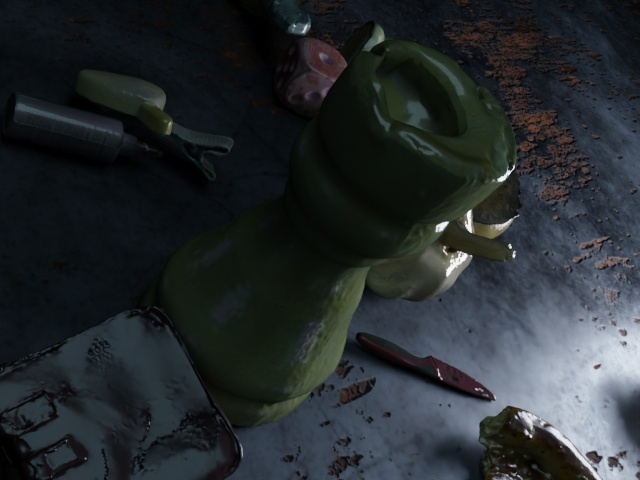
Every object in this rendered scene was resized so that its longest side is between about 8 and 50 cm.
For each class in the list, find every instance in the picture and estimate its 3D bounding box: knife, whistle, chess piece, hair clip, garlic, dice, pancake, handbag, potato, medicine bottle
[{"bbox_3d":[0.149,0.175,1.241,0.247,0.018,0.035,26,39,-24],"label":"knife"},{"bbox_3d":[-0.068,-0.408,1.467,0.123,0.123,0.223,13,33,-32],"label":"whistle"},{"bbox_3d":[0.000,0.000,0.934,0.234,0.442,0.234,23,43,-23],"label":"chess piece"},{"bbox_3d":[-0.219,-0.158,1.163,0.218,0.071,0.159,29,11,-12],"label":"hair clip"},{"bbox_3d":[0.165,0.001,1.229,0.199,0.226,0.199,-9,103,-39],"label":"garlic"},{"bbox_3d":[0.140,-0.251,1.528,0.243,0.133,0.133,36,40,-17],"label":"chess piece"},{"bbox_3d":[-0.016,-0.259,1.422,0.093,0.091,0.094,21,45,-25],"label":"dice"},{"bbox_3d":[0.299,0.349,1.180,0.266,0.057,0.244,48,40,4],"label":"pancake"},{"bbox_3d":[-0.206,0.187,0.872,0.216,0.074,0.203,-27,78,-40],"label":"handbag"},{"bbox_3d":[0.250,-0.059,1.454,0.138,0.098,0.243,43,45,14],"label":"potato"},{"bbox_3d":[-0.288,-0.131,1.108,0.199,0.057,0.058,13,48,-31],"label":"medicine bottle"}]
